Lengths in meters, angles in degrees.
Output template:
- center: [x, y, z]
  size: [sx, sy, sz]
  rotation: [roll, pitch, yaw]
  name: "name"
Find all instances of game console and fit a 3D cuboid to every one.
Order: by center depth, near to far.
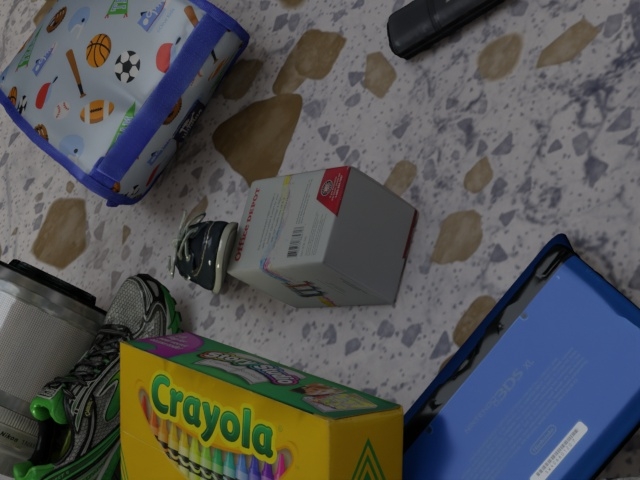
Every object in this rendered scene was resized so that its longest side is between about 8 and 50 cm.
- center: [0.203, 0.156, 1.356]
  size: [0.250, 0.173, 0.293]
  rotation: [44, 102, 32]
  name: "game console"

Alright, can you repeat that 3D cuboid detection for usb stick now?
- center: [0.196, -0.314, 1.713]
  size: [0.278, 0.045, 0.077]
  rotation: [-28, 46, 34]
  name: "usb stick"

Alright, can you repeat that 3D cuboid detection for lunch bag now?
- center: [-0.286, -0.244, 2.058]
  size: [0.327, 0.239, 0.385]
  rotation: [-55, 30, 2]
  name: "lunch bag"

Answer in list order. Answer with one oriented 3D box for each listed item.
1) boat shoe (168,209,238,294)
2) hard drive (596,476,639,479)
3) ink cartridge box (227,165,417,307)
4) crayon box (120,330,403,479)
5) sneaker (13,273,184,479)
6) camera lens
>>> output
- center: [-0.151, 0.013, 1.753]
  size: [0.254, 0.079, 0.095]
  rotation: [158, 132, -85]
  name: "boat shoe"
- center: [0.312, 0.357, 1.111]
  size: [0.237, 0.064, 0.338]
  rotation: [-11, 59, 45]
  name: "hard drive"
- center: [0.000, 0.000, 1.651]
  size: [0.176, 0.127, 0.128]
  rotation: [-5, 63, 46]
  name: "ink cartridge box"
- center: [-0.074, 0.283, 1.410]
  size: [0.363, 0.106, 0.313]
  rotation: [12, 106, 49]
  name: "crayon box"
- center: [-0.292, 0.200, 1.831]
  size: [0.134, 0.146, 0.343]
  rotation: [-1, 64, 48]
  name: "sneaker"
- center: [-0.438, 0.176, 1.950]
  size: [0.219, 0.219, 0.274]
  rotation: [16, 77, 52]
  name: "camera lens"
